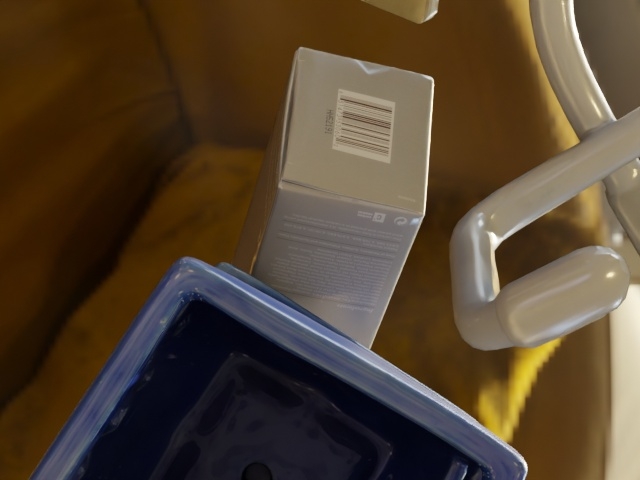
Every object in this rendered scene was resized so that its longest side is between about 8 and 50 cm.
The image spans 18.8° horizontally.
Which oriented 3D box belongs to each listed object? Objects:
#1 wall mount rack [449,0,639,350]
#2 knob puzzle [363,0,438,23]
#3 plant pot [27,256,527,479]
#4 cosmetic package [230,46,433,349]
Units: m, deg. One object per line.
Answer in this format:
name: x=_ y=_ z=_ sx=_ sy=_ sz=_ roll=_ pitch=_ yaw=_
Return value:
wall mount rack: x=0.216 y=0.019 z=0.505 sx=0.350 sy=0.304 sz=0.130 roll=57 pitch=10 yaw=-15
knob puzzle: x=-0.004 y=-0.212 z=0.831 sx=0.030 sy=0.213 sz=0.213 roll=-26 pitch=108 yaw=-43
plant pot: x=-0.037 y=0.153 z=1.162 sx=0.236 sy=0.236 sz=0.212 roll=-58 pitch=180 yaw=5
cosmetic package: x=0.000 y=0.000 z=1.303 sx=0.107 sy=0.238 sz=0.127 roll=13 pitch=48 yaw=-9
